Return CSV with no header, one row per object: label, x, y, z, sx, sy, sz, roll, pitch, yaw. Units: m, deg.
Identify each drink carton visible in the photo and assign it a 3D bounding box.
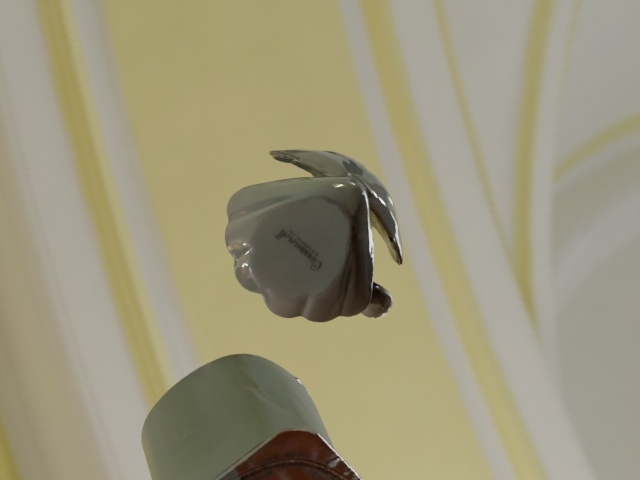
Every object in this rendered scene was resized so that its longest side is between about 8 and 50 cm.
drink carton,-0.058,0.197,1.557,0.191,0.189,0.185,-39,-55,8

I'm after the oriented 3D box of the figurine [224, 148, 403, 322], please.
figurine,0.000,0.000,0.956,0.082,0.094,0.086,-49,0,-2
